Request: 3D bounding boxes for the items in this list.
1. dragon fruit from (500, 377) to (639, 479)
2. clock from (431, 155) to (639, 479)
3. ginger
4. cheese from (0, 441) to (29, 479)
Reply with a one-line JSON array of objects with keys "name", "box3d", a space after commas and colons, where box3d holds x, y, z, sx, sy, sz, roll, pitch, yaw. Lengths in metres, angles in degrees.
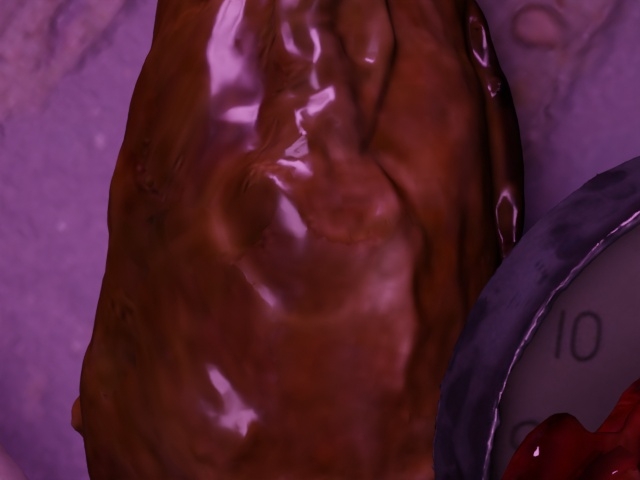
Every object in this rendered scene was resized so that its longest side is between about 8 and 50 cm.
[{"name": "dragon fruit", "box3d": [0.177, 0.185, 0.650, 0.329, 0.286, 0.228, 26, 122, 5]}, {"name": "clock", "box3d": [0.146, 0.072, 0.698, 0.214, 0.042, 0.215, -3, 102, -15]}, {"name": "ginger", "box3d": [0.000, 0.000, 0.743, 0.165, 0.172, 0.321, 8, 91, -22]}, {"name": "cheese", "box3d": [-0.186, 0.156, 0.810, 0.189, 0.154, 0.198, 39, 102, 8]}]
